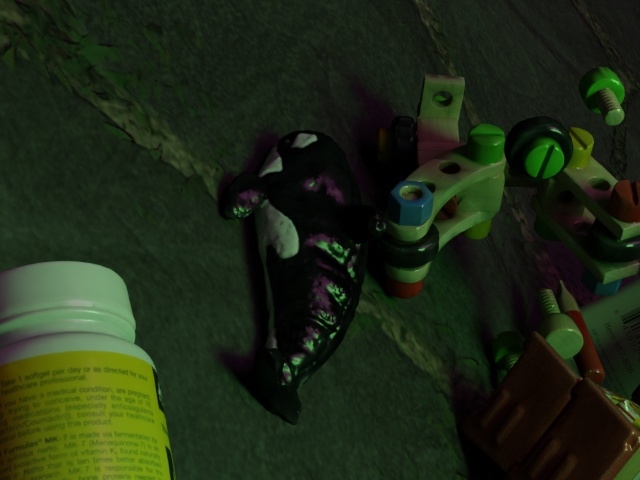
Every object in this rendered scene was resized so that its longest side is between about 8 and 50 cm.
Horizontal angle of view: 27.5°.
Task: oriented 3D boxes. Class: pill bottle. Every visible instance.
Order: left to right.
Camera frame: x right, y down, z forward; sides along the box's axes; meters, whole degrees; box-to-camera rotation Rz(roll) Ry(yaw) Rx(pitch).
[{"bbox_3d":[-0.142,0.125,0.730,0.119,0.119,0.208,18,50,-47],"label":"pill bottle"}]

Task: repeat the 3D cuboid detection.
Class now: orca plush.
[{"bbox_3d":[0.000,0.000,1.057,0.151,0.102,0.287,47,33,-19],"label":"orca plush"}]

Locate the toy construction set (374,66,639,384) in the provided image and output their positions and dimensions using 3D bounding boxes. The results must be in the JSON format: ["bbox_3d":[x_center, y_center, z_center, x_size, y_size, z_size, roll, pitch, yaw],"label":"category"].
[{"bbox_3d":[0.183,-0.032,1.271,0.237,0.257,0.309,-99,165,-53],"label":"toy construction set"}]

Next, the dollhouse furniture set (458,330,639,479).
[{"bbox_3d":[0.332,0.096,1.164,0.201,0.374,0.152,29,13,-42],"label":"dollhouse furniture set"}]

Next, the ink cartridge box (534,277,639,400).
[{"bbox_3d":[0.466,0.128,1.326,0.166,0.395,0.285,-12,74,-58],"label":"ink cartridge box"}]
